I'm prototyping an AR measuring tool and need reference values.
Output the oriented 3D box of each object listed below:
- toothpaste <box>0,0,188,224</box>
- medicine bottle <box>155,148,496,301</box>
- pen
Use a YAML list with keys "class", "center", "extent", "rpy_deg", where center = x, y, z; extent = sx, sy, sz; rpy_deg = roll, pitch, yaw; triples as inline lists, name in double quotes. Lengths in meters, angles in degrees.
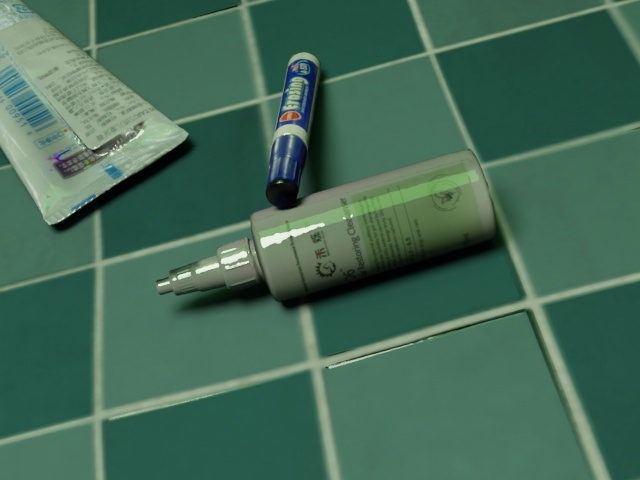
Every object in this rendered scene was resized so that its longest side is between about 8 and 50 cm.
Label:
- class: "toothpaste"
  center: [-0.220, -0.122, 0.863]
  extent: [0.114, 0.073, 0.299]
  rpy_deg: [-33, 53, -18]
- class: "medicine bottle"
  center: [0.000, 0.000, 0.674]
  extent: [0.199, 0.058, 0.058]
  rpy_deg: [-16, 44, 0]
- class: "pen"
  center: [-0.017, -0.075, 0.738]
  extent: [0.025, 0.025, 0.204]
  rpy_deg: [-9, 28, 8]
